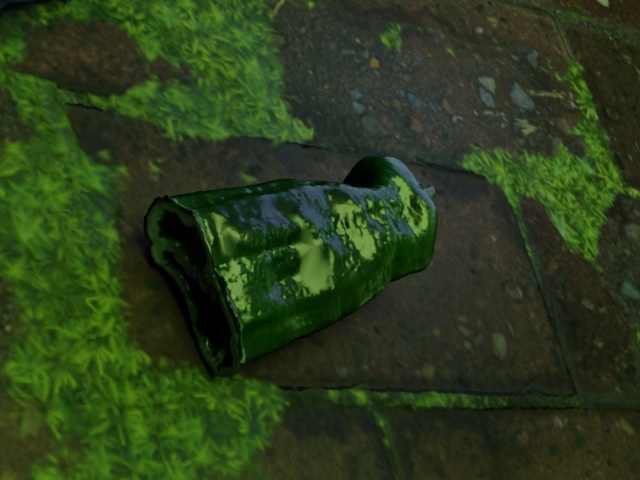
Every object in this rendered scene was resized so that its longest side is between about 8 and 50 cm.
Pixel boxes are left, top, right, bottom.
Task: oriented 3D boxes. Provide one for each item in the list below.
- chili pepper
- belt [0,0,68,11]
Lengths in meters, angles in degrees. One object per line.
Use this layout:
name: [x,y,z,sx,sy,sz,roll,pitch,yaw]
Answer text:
chili pepper: [0.000,0.000,1.095,0.270,0.099,0.136,-19,66,-43]
belt: [-0.242,-0.244,1.031,0.122,0.128,0.218,53,39,3]
